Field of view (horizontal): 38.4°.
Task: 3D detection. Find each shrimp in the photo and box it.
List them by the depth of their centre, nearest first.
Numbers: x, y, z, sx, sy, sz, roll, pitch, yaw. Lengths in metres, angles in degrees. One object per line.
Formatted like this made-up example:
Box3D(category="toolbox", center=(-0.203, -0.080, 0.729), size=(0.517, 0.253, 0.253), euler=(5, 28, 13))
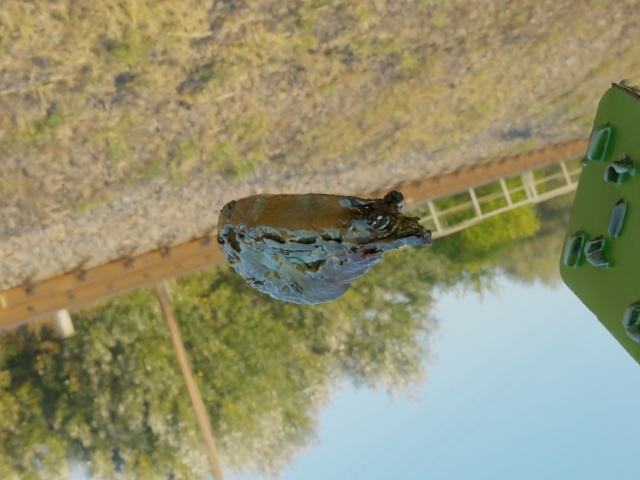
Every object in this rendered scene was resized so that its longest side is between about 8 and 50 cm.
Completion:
Box3D(category="shrimp", center=(0.000, 0.000, 0.587), size=(0.184, 0.091, 0.043), euler=(-14, -152, 49))

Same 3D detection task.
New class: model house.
Box3D(category="model house", center=(0.416, 0.065, 0.804), size=(0.324, 0.340, 0.300), euler=(-2, -152, -15))
